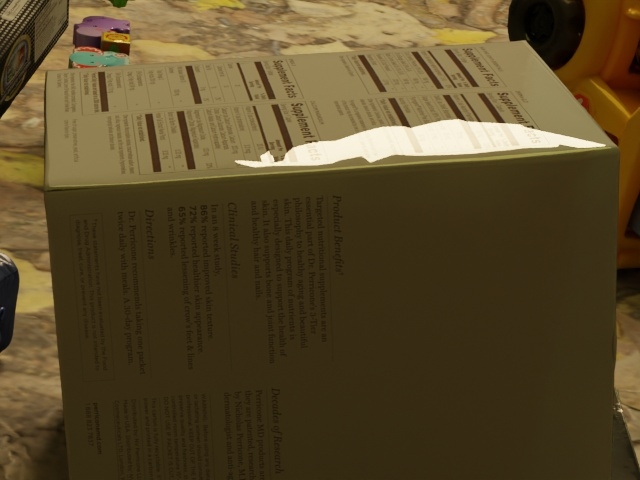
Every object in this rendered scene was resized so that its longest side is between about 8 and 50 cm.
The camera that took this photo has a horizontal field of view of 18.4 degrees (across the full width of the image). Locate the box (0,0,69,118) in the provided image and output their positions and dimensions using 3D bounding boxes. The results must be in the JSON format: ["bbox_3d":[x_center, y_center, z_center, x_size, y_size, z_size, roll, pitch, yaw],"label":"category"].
[{"bbox_3d":[-0.324,-0.125,1.356,0.216,0.060,0.270,19,46,9],"label":"box"}]

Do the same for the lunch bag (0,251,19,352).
[{"bbox_3d":[-0.222,0.038,1.127,0.098,0.067,0.065,16,23,18],"label":"lunch bag"}]

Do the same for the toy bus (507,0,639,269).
[{"bbox_3d":[0.231,-0.081,1.403,0.149,0.220,0.211,-3,29,-38],"label":"toy bus"}]

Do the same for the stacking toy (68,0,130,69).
[{"bbox_3d":[-0.167,-0.141,1.474,0.052,0.167,0.221,5,22,-8],"label":"stacking toy"}]

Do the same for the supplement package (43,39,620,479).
[{"bbox_3d":[-0.002,0.024,1.004,0.262,0.199,0.198,-4,21,-6],"label":"supplement package"}]

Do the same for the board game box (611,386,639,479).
[{"bbox_3d":[0.111,0.121,1.083,0.126,0.026,0.186,6,21,-2],"label":"board game box"}]
